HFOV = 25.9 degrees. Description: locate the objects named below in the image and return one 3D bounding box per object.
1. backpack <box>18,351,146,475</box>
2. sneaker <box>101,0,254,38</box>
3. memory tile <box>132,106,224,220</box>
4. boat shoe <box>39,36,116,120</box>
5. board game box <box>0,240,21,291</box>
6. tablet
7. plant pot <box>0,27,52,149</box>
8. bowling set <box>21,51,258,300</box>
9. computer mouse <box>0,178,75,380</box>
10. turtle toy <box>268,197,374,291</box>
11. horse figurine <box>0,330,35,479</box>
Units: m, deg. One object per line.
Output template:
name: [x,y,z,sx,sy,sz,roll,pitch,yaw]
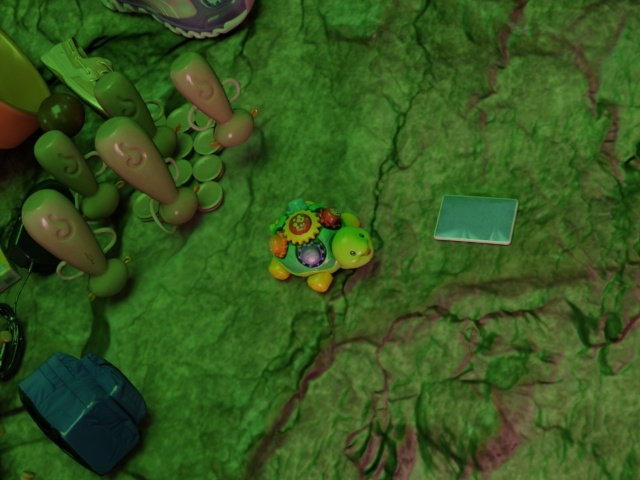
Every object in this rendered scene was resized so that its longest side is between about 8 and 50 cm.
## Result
backpack: [-0.247,0.171,1.450,0.101,0.098,0.120,-43,44,-18]
sneaker: [-0.191,-0.322,1.702,0.236,0.104,0.095,18,67,26]
memory tile: [-0.163,-0.092,1.616,0.113,0.012,0.148,-9,60,15]
boat shoe: [-0.276,-0.197,1.686,0.059,0.063,0.170,-47,57,-3]
board game box: [-0.437,0.048,1.625,0.154,0.026,0.103,-36,56,-2]
tablet: [0.164,-0.022,1.463,0.083,0.006,0.054,5,63,21]
plant pot: [-0.490,-0.177,1.639,0.203,0.291,0.291,-45,56,10]
bowling set: [-0.220,-0.097,1.569,0.287,0.154,0.200,-42,38,-5]
computer mouse: [-0.337,0.043,1.582,0.041,0.071,0.242,-12,55,55]
turtle toy: [0.000,0.000,1.473,0.130,0.066,0.095,17,68,27]
horse figurine: [-0.368,0.207,1.461,0.174,0.066,0.263,-49,47,36]
